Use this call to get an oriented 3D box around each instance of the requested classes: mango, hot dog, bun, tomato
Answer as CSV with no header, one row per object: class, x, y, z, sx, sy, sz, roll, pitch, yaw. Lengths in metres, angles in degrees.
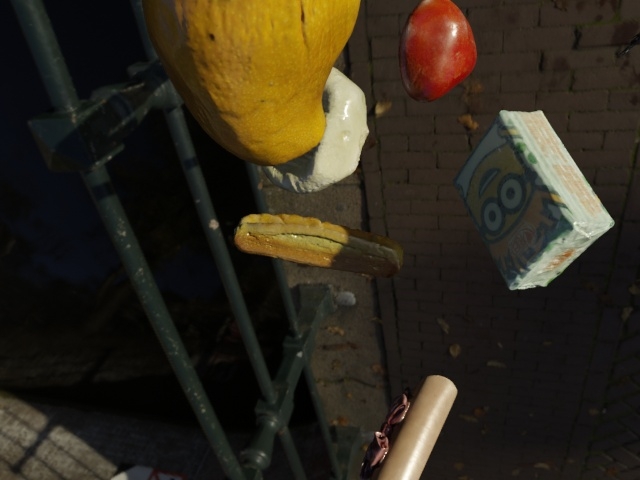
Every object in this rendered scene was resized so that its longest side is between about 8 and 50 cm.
mango,-0.065,-0.195,0.479,0.187,0.143,0.359,2,150,-10
hot dog,0.000,0.000,0.654,0.216,0.047,0.066,9,132,-3
bun,-0.006,-0.179,0.874,0.133,0.231,0.231,8,143,-45
tomato,0.223,-0.354,0.958,0.166,0.082,0.174,-37,122,-9

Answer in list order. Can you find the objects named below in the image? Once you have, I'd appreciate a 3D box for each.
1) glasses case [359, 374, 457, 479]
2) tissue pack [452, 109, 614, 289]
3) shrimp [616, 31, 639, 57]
glasses case,0.107,0.276,0.738,0.070,0.193,0.102,38,152,-5
tissue pack,0.421,-0.084,1.075,0.128,0.310,0.228,-4,146,-19
shrimp,0.583,-0.389,0.841,0.079,0.090,0.233,35,123,-9
